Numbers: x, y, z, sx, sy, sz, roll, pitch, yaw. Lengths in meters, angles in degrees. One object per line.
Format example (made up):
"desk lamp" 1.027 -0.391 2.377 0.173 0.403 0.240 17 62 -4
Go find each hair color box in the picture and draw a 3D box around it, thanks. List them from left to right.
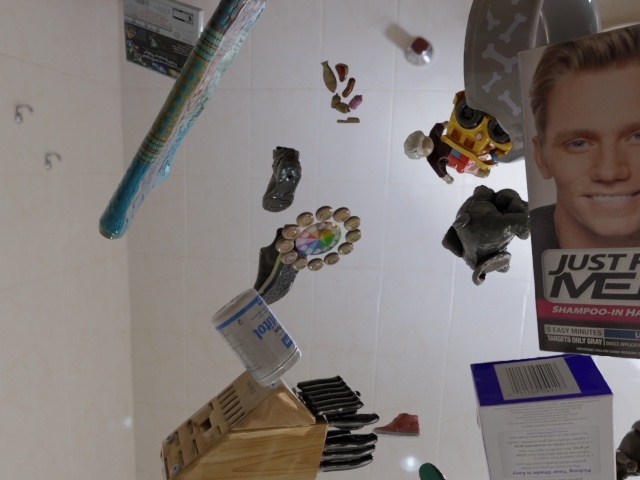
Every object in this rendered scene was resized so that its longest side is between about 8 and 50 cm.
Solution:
"hair color box" 0.365 0.353 0.767 0.185 0.339 0.110 -10 -159 13
"hair color box" 0.329 -0.048 0.526 0.173 0.348 0.105 -3 -169 32

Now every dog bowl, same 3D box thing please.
"dog bowl" 0.383 -0.306 0.813 0.348 0.349 0.102 -6 -168 -42

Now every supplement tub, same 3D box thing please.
"supplement tub" -0.081 0.121 0.592 0.071 0.107 0.071 -37 -174 4

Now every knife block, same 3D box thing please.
"knife block" -0.054 0.303 0.687 0.275 0.242 0.088 -39 -154 -10

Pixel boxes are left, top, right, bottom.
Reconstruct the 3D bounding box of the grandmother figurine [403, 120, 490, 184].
"grandmother figurine" 0.406 -0.290 1.513 0.342 0.208 0.104 2 162 -32

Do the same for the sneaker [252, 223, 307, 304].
"sneaker" -0.106 0.059 1.091 0.084 0.235 0.097 -2 -134 -47

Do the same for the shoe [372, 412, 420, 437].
"shoe" 0.279 0.682 1.731 0.177 0.081 0.063 1 150 4

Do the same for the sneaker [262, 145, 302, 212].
"sneaker" -0.108 -0.179 1.337 0.087 0.130 0.227 11 144 -14

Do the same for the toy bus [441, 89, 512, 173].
"toy bus" 0.426 -0.257 1.214 0.149 0.212 0.220 -18 -131 -39

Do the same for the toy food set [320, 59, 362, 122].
"toy food set" 0.047 -0.289 0.909 0.077 0.122 0.019 11 -141 38

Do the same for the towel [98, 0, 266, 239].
"towel" -0.194 -0.194 0.689 0.040 0.370 0.271 32 -158 -17

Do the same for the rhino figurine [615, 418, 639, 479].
"rhino figurine" 0.742 0.527 1.120 0.073 0.243 0.106 38 -179 12

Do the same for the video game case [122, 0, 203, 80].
"video game case" -0.349 -0.449 1.036 0.190 0.173 0.022 22 -139 7

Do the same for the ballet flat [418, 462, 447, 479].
"ballet flat" 0.310 0.625 1.137 0.070 0.070 0.188 -2 -153 -20

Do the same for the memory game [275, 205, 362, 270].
"memory game" 0.000 0.000 0.959 0.186 0.186 0.012 -2 -134 -22

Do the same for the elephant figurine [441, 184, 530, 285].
"elephant figurine" 0.355 0.016 1.019 0.185 0.240 0.169 12 -137 8

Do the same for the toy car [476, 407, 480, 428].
"toy car" 0.409 0.392 0.981 0.159 0.136 0.182 -27 -124 -35
